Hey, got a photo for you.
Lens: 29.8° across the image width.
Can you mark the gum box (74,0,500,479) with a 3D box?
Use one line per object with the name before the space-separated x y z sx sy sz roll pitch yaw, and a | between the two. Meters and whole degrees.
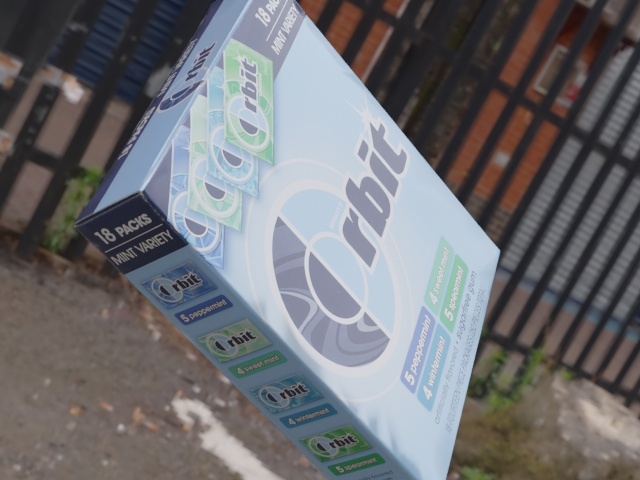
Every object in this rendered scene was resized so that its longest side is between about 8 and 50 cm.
gum box | 0.000 0.000 0.513 0.184 0.041 0.157 48 40 -23
